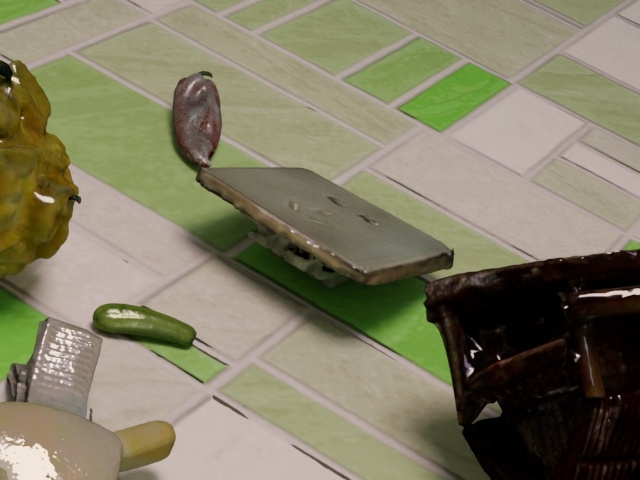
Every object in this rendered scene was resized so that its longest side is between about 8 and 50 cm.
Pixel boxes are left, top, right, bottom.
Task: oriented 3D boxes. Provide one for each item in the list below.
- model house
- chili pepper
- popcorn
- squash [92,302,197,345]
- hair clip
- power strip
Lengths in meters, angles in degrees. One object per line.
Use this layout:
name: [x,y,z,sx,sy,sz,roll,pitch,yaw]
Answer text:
model house: [0.283,0.149,1.291,0.317,0.297,0.282,1,79,-38]
chili pepper: [-0.126,-0.122,1.683,0.050,0.041,0.153,-4,49,-1]
popcorn: [-0.297,-0.061,1.329,0.218,0.169,0.189,14,51,-52]
squash: [-0.146,0.070,1.374,0.089,0.027,0.027,12,31,-17]
hair clip: [-0.185,0.147,1.191,0.159,0.071,0.218,15,34,-13]
power strip: [0.000,0.000,1.534,0.198,0.064,0.213,33,19,24]
